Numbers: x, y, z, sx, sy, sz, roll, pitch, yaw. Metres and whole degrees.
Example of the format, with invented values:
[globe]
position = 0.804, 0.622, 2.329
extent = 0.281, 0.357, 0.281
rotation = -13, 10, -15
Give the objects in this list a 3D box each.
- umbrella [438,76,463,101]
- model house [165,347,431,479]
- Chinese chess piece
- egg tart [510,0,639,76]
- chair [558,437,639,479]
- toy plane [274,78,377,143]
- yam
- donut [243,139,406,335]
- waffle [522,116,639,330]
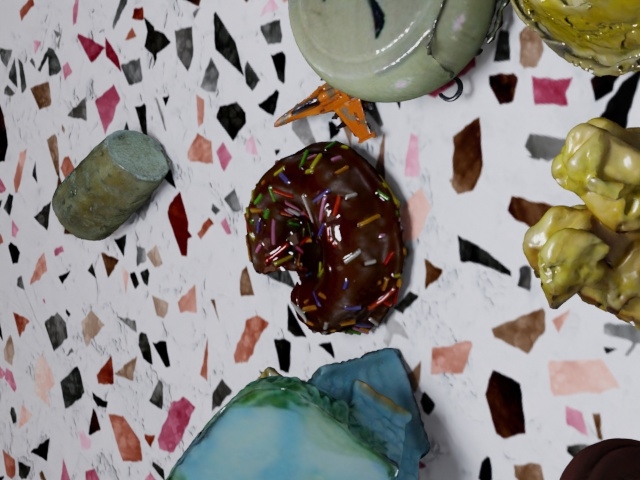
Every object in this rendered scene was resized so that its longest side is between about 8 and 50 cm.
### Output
[umbrella]
position = 0.071, -0.238, 1.390
extent = 0.044, 0.044, 0.269
rotation = -50, 59, 11
[model house]
position = -0.012, 0.214, 1.431
extent = 0.226, 0.241, 0.261
rotation = 36, 123, -6
[Chinese chess piece]
position = 0.074, -0.257, 1.309
extent = 0.237, 0.092, 0.238
rotation = -9, 75, 35
[egg tart]
position = 0.250, -0.298, 1.122
extent = 0.315, 0.120, 0.315
rotation = 12, 105, 48
[chair]
position = 0.220, 0.329, 1.175
extent = 0.401, 0.226, 0.227
rotation = -37, 68, 45
[toy plane]
position = 0.015, -0.166, 1.466
extent = 0.188, 0.062, 0.135
rotation = -27, 77, 53
[yam]
position = -0.296, -0.083, 1.808
extent = 0.194, 0.107, 0.107
rotation = -37, 68, 45
[donut]
position = 0.000, -0.001, 1.472
extent = 0.230, 0.096, 0.216
rotation = 62, 141, 21
[waffle]
position = 0.325, 0.031, 0.973
extent = 0.324, 0.261, 0.151
rotation = 39, 116, 36
